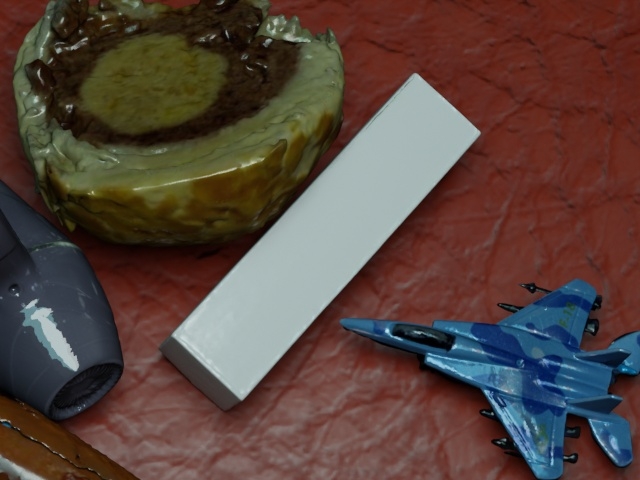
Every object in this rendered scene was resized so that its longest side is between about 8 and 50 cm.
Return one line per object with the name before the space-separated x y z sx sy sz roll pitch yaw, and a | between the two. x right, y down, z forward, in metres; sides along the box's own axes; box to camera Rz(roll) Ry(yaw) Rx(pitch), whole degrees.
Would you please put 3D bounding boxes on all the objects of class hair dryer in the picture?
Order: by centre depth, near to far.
hair dryer | -0.271 -0.044 1.351 0.121 0.361 0.301 -34 68 -11

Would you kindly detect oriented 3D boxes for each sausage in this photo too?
sausage | -0.147 0.224 1.376 0.330 0.102 0.102 36 71 1

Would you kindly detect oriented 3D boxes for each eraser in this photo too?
eraser | 0.001 0.000 1.492 0.076 0.078 0.298 43 72 -2

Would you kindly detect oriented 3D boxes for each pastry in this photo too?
pastry | -0.106 -0.077 1.467 0.256 0.170 0.237 -7 45 -8

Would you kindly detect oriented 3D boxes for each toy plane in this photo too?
toy plane | 0.135 0.098 1.476 0.246 0.078 0.169 11 69 7
